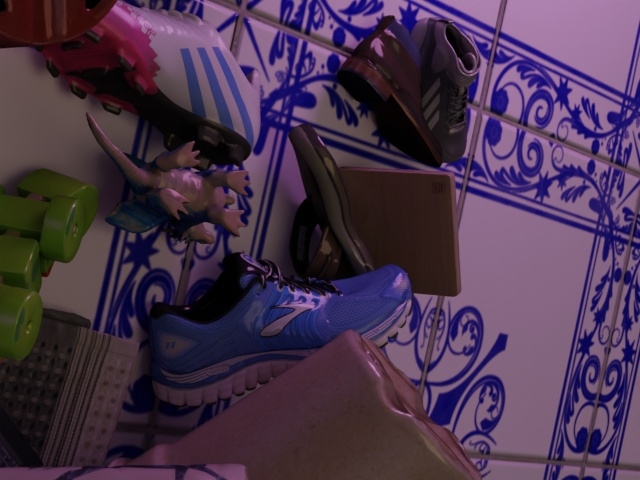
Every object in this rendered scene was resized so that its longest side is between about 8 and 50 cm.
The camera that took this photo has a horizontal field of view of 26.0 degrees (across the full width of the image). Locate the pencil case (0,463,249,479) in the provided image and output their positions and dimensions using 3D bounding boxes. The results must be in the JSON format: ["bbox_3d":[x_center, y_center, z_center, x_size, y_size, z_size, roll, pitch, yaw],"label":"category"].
[{"bbox_3d":[-0.240,0.293,1.244,0.410,0.160,0.183,-1,81,-5],"label":"pencil case"}]

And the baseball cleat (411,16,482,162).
[{"bbox_3d":[0.172,-0.194,1.849,0.072,0.109,0.206,-27,113,-26],"label":"baseball cleat"}]

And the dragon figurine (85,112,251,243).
[{"bbox_3d":[-0.175,-0.052,1.474,0.289,0.144,0.085,17,73,-48],"label":"dragon figurine"}]

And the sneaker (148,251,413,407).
[{"bbox_3d":[-0.044,0.079,1.602,0.330,0.130,0.147,-17,104,-20],"label":"sneaker"}]

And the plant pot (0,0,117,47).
[{"bbox_3d":[-0.312,-0.270,1.177,0.272,0.265,0.272,-13,108,-46],"label":"plant pot"}]

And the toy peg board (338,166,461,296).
[{"bbox_3d":[0.112,-0.021,1.793,0.079,0.161,0.161,-34,123,-57],"label":"toy peg board"}]

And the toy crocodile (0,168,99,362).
[{"bbox_3d":[-0.304,0.040,1.319,0.340,0.115,0.105,-72,169,-48],"label":"toy crocodile"}]

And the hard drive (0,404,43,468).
[{"bbox_3d":[-0.346,0.236,1.363,0.135,0.022,0.094,-46,128,-28],"label":"hard drive"}]

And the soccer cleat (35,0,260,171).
[{"bbox_3d":[-0.179,-0.198,1.474,0.331,0.116,0.143,38,54,-47],"label":"soccer cleat"}]

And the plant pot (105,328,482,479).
[{"bbox_3d":[-0.010,0.270,1.484,0.305,0.334,0.334,-41,133,4],"label":"plant pot"}]

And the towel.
[{"bbox_3d":[-0.347,0.216,1.413,0.312,0.056,0.324,21,84,-45],"label":"towel"}]

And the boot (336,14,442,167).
[{"bbox_3d":[0.117,-0.191,1.809,0.219,0.082,0.106,46,67,-41],"label":"boot"}]

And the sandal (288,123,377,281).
[{"bbox_3d":[-0.001,-0.002,1.715,0.086,0.120,0.302,-26,117,-13],"label":"sandal"}]
